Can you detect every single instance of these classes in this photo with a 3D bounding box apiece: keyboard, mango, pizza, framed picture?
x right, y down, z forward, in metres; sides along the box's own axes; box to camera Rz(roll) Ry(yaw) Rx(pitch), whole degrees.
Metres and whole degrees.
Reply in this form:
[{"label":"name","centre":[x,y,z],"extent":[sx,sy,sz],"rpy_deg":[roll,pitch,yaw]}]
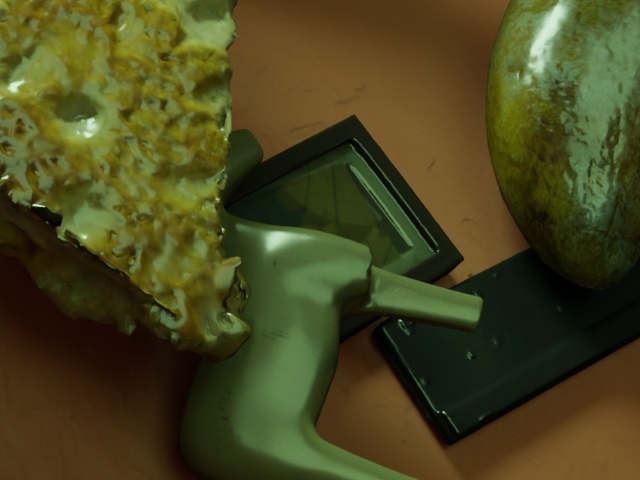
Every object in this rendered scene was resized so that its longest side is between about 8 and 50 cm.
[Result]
[{"label":"keyboard","centre":[0.171,0.046,1.301],"extent":[0.310,0.018,0.101],"rpy_deg":[-25,74,-38]},{"label":"mango","centre":[0.211,-0.107,1.345],"extent":[0.193,0.146,0.316],"rpy_deg":[28,61,-8]},{"label":"pizza","centre":[-0.180,-0.094,1.089],"extent":[0.440,0.130,0.406],"rpy_deg":[-21,80,-32]},{"label":"framed picture","centre":[0.000,0.000,1.229],"extent":[0.168,0.023,0.128],"rpy_deg":[-30,79,-38]}]

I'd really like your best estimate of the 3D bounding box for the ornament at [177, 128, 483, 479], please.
[{"label":"ornament","centre":[-0.022,0.047,1.135],"extent":[0.245,0.061,0.230],"rpy_deg":[15,66,0]}]
